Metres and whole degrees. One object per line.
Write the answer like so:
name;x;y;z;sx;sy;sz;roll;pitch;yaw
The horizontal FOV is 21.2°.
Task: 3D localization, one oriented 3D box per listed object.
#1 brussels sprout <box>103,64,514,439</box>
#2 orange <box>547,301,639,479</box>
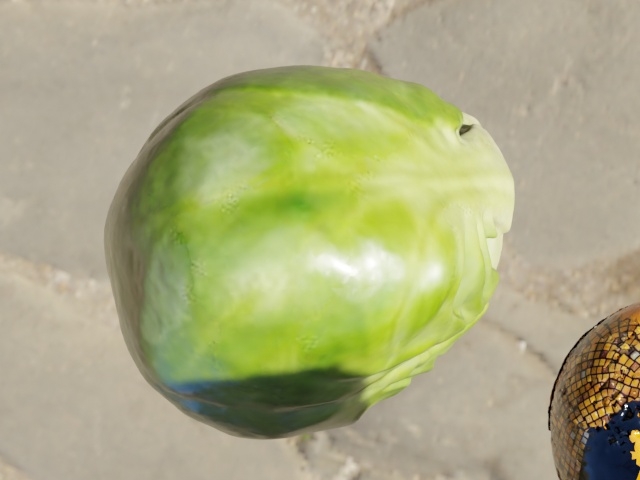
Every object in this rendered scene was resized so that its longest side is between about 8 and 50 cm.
brussels sprout;-0.003;-0.002;1.336;0.281;0.355;0.289;59;144;21
orange;0.310;0.162;1.458;0.234;0.182;0.234;-5;109;-15
